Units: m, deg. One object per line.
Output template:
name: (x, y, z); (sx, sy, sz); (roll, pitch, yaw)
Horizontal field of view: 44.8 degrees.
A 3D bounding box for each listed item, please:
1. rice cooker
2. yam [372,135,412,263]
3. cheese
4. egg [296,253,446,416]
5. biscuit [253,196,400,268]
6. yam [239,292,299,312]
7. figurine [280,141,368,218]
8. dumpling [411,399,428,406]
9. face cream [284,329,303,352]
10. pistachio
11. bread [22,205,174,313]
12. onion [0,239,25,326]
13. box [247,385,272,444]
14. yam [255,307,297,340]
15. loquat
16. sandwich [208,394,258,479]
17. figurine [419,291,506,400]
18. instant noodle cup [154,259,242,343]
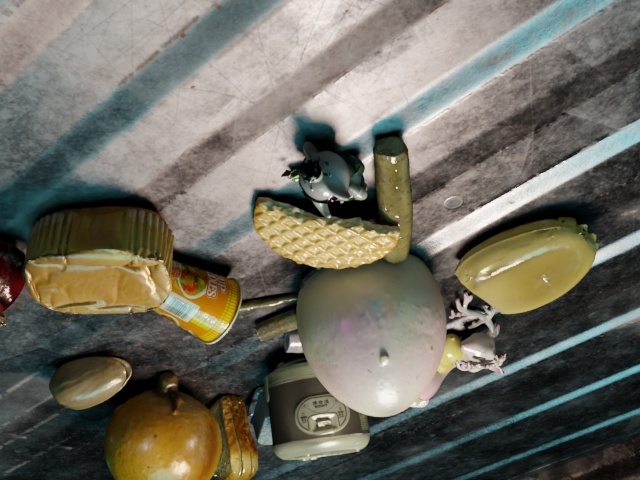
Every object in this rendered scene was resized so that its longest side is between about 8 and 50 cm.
rice cooker: (-0.006, 0.457, 2.148); (0.289, 0.276, 0.288); (-6, 162, -2)
yam: (0.153, -0.076, 1.613); (0.083, 0.083, 0.371); (-9, 146, -1)
cheese: (0.505, 0.056, 1.845); (0.316, 0.128, 0.260); (-34, 136, 27)
egg: (0.135, 0.245, 1.823); (0.355, 0.339, 0.354); (-10, 147, -6)
biscuit: (0.000, 0.000, 1.658); (0.309, 0.040, 0.204); (12, 148, -7)
yam: (-0.148, 0.154, 1.905); (0.234, 0.027, 0.029); (-11, 114, -1)
figurine: (0.018, -0.116, 1.489); (0.126, 0.147, 0.192); (-47, 153, 16)
dumpling: (0.210, 0.420, 2.296); (0.229, 0.124, 0.151); (-2, 109, 25)
face cream: (0.005, 0.270, 2.075); (0.198, 0.057, 0.084); (2, 144, -16)
pistachio: (-0.596, 0.363, 2.014); (0.206, 0.131, 0.129); (-21, -173, -3)
bread: (-0.437, 0.032, 1.557); (0.288, 0.156, 0.204); (-6, 137, -2)
onion: (-0.670, 0.089, 1.540); (0.173, 0.198, 0.135); (-43, 130, 13)
box: (-0.099, 0.525, 2.342); (0.227, 0.130, 0.162); (4, 127, -20)
yam: (-0.102, 0.213, 1.976); (0.132, 0.054, 0.054); (-23, 143, 18)
loquat: (-0.438, 0.542, 2.153); (0.329, 0.328, 0.359); (3, 98, -17)
sandwich: (-0.311, 0.628, 2.332); (0.100, 0.254, 0.288); (8, 145, -41)
figurine: (0.377, 0.311, 2.117); (0.316, 0.206, 0.284); (-34, 149, 23)
instant noodle cup: (-0.297, 0.124, 1.727); (0.185, 0.168, 0.168); (30, 129, -32)
